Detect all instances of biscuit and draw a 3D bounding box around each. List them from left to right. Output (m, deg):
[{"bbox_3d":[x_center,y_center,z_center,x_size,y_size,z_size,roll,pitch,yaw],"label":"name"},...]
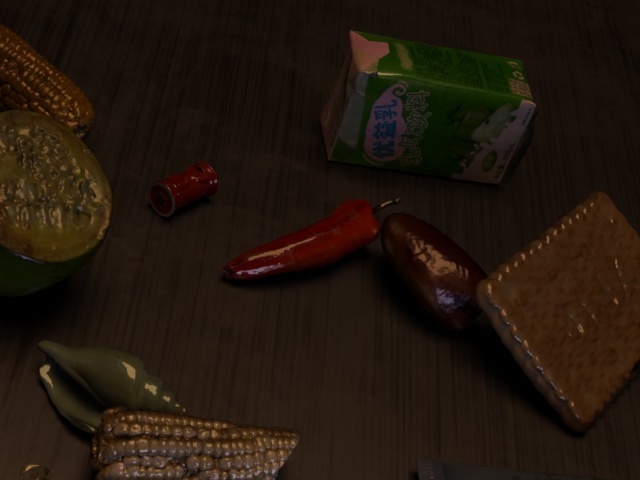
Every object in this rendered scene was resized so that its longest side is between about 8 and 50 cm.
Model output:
[{"bbox_3d":[0.329,0.080,1.597,0.217,0.044,0.325,52,45,4],"label":"biscuit"}]

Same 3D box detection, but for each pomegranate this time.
[{"bbox_3d":[-0.350,-0.022,1.369,0.241,0.159,0.190,-20,79,-47],"label":"pomegranate"}]

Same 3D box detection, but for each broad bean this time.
[{"bbox_3d":[0.135,0.032,1.574,0.084,0.114,0.165,-40,57,-2],"label":"broad bean"}]

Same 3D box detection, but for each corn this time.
[{"bbox_3d":[-0.402,-0.216,1.625,0.313,0.102,0.102,32,41,13],"label":"corn"},{"bbox_3d":[-0.121,0.214,1.269,0.211,0.087,0.087,11,40,-18],"label":"corn"}]

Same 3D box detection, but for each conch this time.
[{"bbox_3d":[-0.214,0.155,1.319,0.180,0.088,0.065,19,-5,9],"label":"conch"}]

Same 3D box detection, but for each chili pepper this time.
[{"bbox_3d":[0.000,0.000,1.577,0.272,0.071,0.063,-24,95,-34],"label":"chili pepper"}]

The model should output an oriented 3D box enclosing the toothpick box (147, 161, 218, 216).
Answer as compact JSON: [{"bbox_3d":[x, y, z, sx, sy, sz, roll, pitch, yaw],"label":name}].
[{"bbox_3d":[-0.167,-0.064,1.590,0.047,0.047,0.083,39,43,22],"label":"toothpick box"}]

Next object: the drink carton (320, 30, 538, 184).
[{"bbox_3d":[0.150,-0.179,1.765,0.271,0.161,0.108,7,41,-16],"label":"drink carton"}]

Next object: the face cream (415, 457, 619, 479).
[{"bbox_3d":[0.293,0.294,1.352,0.385,0.086,0.136,6,38,-9],"label":"face cream"}]

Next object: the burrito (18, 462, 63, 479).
[{"bbox_3d":[-0.161,0.283,1.189,0.275,0.059,0.082,23,33,4],"label":"burrito"}]
